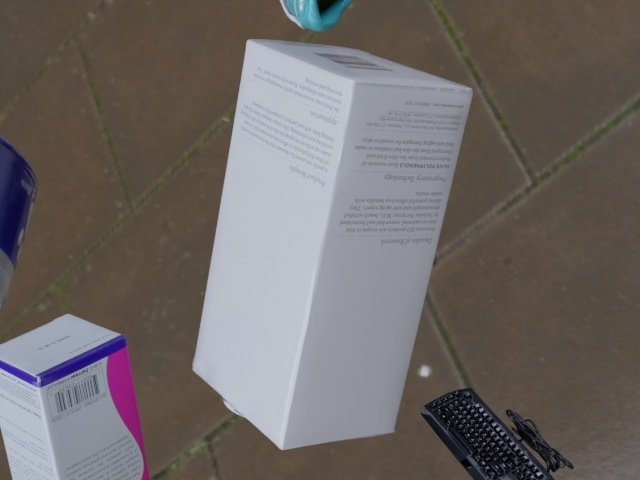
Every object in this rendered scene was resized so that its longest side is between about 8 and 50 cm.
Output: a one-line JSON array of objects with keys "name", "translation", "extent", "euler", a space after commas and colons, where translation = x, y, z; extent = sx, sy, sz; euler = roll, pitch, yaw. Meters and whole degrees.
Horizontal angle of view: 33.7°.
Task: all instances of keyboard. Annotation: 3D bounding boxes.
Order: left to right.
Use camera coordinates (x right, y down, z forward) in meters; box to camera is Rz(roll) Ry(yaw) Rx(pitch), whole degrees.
[{"name": "keyboard", "translation": [0.196, 0.217, 1.143], "extent": [0.192, 0.100, 0.038], "euler": [48, 150, 45]}]

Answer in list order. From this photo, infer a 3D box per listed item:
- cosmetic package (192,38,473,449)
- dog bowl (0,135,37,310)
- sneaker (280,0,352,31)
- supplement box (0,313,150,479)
[{"name": "cosmetic package", "translation": [0.000, 0.000, 1.063], "extent": [0.197, 0.155, 0.365], "euler": [33, 118, 49]}, {"name": "dog bowl", "translation": [-0.352, -0.033, 0.784], "extent": [0.265, 0.265, 0.104], "euler": [-7, 62, 40]}, {"name": "sneaker", "translation": [0.063, -0.352, 1.212], "extent": [0.275, 0.107, 0.110], "euler": [-50, 40, 14]}, {"name": "supplement box", "translation": [-0.267, 0.207, 1.138], "extent": [0.114, 0.111, 0.220], "euler": [14, 118, 42]}]
